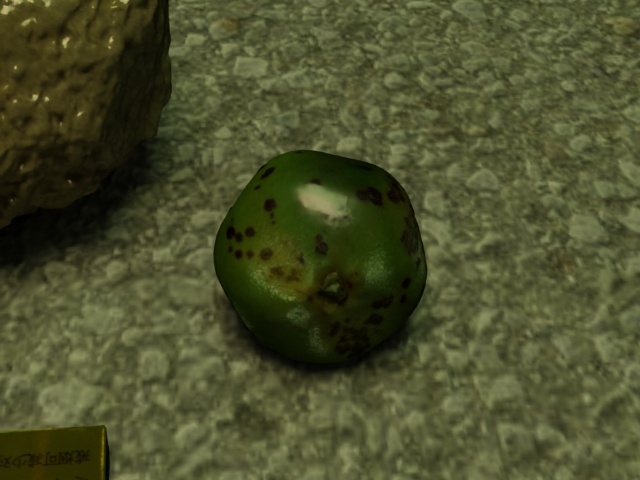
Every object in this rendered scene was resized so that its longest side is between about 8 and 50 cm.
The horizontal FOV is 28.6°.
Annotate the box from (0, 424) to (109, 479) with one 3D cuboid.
[{"bbox_3d":[-0.181,0.187,0.703,0.121,0.030,0.193,-3,41,-5],"label":"box"}]

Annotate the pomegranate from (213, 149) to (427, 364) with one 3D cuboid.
[{"bbox_3d":[-0.006,-0.007,0.866,0.143,0.122,0.169,-25,42,13],"label":"pomegranate"}]

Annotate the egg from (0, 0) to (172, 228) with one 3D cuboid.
[{"bbox_3d":[-0.242,-0.151,0.931,0.279,0.279,0.310,17,68,18],"label":"egg"}]
